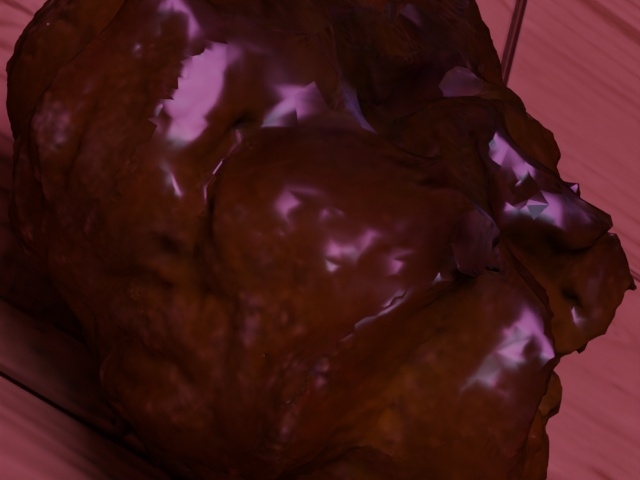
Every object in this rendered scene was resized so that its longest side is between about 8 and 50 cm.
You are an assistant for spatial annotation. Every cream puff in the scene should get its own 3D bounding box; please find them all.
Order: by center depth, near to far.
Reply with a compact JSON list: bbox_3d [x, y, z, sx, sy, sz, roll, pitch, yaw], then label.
[{"bbox_3d":[0.000,0.000,0.708,0.241,0.155,0.269,-1,49,-47],"label":"cream puff"}]
